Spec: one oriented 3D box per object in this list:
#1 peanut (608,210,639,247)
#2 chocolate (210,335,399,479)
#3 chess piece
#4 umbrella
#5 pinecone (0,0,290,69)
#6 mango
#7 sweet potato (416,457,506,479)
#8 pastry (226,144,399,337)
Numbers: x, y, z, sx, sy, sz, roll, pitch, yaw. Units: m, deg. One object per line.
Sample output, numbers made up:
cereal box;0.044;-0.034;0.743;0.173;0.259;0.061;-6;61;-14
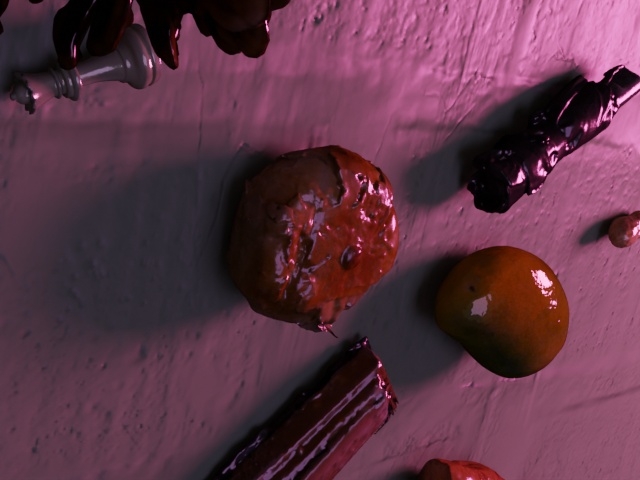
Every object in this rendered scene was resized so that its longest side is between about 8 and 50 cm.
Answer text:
peanut;0.362;-0.014;1.183;0.083;0.037;0.037;-14;120;-43
chocolate;-0.044;0.224;0.885;0.329;0.065;0.102;-43;134;-23
chess piece;-0.148;-0.102;0.632;0.093;0.042;0.042;-26;127;-28
umbrella;0.233;-0.106;0.996;0.236;0.059;0.066;-36;153;-29
pinecone;-0.133;-0.197;0.459;0.292;0.246;0.246;-2;112;-30
mango;0.188;0.069;1.019;0.122;0.085;0.191;-54;139;-5
sweet potato;0.175;0.296;1.129;0.252;0.097;0.097;32;87;-53
pastry;-0.004;-0.003;0.796;0.153;0.081;0.153;-12;110;-34
